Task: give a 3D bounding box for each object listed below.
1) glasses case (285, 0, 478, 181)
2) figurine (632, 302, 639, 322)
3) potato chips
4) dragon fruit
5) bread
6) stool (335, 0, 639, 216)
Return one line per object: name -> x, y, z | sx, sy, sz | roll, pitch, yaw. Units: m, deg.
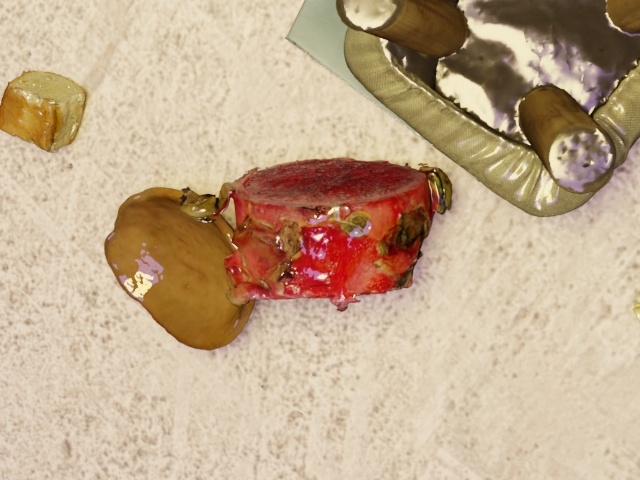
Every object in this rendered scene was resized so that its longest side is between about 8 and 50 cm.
glasses case -> 0.096, -0.183, 1.150 | 0.266, 0.056, 0.105 | 37, 132, 5
figurine -> 0.449, 0.054, 1.062 | 0.235, 0.127, 0.155 | -41, 69, 17
potato chips -> -0.154, 0.027, 1.239 | 0.208, 0.062, 0.195 | -5, 106, 37
dragon fruit -> 0.000, 0.000, 1.124 | 0.282, 0.211, 0.147 | -7, 109, -5
bread -> -0.324, -0.151, 1.254 | 0.083, 0.077, 0.070 | 25, 118, 9
stool -> 0.197, -0.211, 0.973 | 0.310, 0.226, 0.310 | 38, 96, 6
